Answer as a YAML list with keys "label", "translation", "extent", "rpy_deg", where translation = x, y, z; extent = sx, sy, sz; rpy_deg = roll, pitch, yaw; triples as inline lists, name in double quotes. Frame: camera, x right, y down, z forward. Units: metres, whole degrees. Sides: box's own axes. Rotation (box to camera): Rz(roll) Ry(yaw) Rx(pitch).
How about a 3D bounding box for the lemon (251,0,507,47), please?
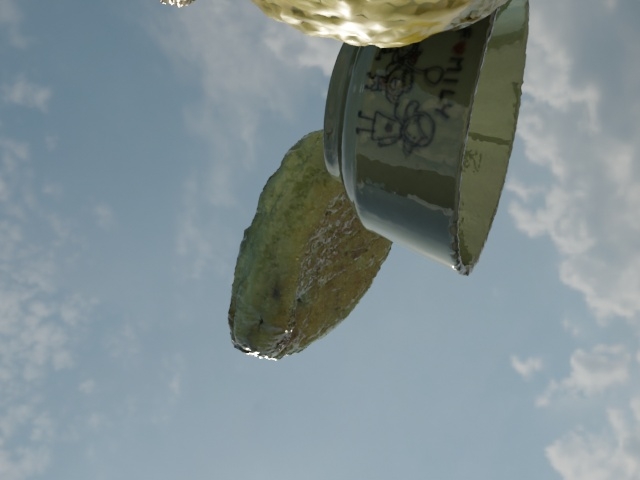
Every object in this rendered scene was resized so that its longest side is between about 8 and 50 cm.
- label: "lemon"
  translation: [0.023, -0.241, 0.469]
  extent: [0.322, 0.268, 0.268]
  rpy_deg: [81, -151, -57]

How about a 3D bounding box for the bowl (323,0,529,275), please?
- label: "bowl"
  translation: [0.071, -0.088, 0.697]
  extent: [0.211, 0.112, 0.211]
  rpy_deg: [12, -90, -74]

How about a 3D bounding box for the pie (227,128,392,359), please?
- label: "pie"
  translation: [0.000, 0.000, 1.032]
  extent: [0.277, 0.078, 0.277]
  rpy_deg: [-50, -24, -32]

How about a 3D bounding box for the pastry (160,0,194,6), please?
- label: "pastry"
  translation: [-0.111, -0.254, 0.861]
  extent: [0.057, 0.097, 0.109]
  rpy_deg: [38, -101, 4]
